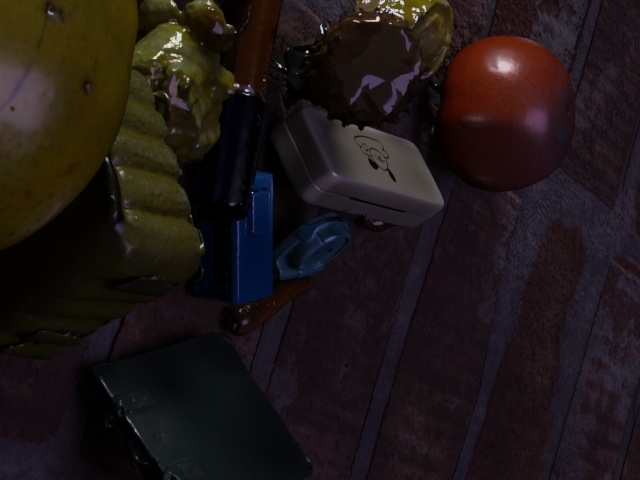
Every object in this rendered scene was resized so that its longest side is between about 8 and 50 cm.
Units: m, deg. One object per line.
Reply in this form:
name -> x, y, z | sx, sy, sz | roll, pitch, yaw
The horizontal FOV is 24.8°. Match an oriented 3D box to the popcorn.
popcorn -> -0.176, -0.198, 1.806 | 0.168, 0.173, 0.195 | 39, 62, -36

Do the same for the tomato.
tomato -> 0.300, -0.207, 2.387 | 0.256, 0.224, 0.256 | -14, 106, -60

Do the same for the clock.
clock -> -0.001, -0.001, 2.107 | 0.108, 0.147, 0.045 | -10, 63, -52

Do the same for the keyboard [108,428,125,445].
keyboard -> -0.199, 0.283, 1.921 | 0.166, 0.017, 0.055 | 34, 59, -5

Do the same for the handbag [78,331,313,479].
handbag -> -0.159, 0.249, 1.882 | 0.260, 0.247, 0.079 | -7, 145, -51

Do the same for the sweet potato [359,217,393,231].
sweet potato -> 0.124, -0.050, 2.325 | 0.195, 0.056, 0.056 | -17, 112, -53

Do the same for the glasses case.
glasses case -> 0.059, -0.104, 2.157 | 0.313, 0.070, 0.131 | 12, 47, -53

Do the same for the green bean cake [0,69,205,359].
green bean cake -> -0.281, -0.041, 1.660 | 0.202, 0.285, 0.310 | 15, 56, -53

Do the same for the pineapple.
pineapple -> 0.021, -0.225, 1.949 | 0.165, 0.364, 0.165 | -2, 96, -16

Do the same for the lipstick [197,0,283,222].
lipstick -> -0.097, -0.227, 1.911 | 0.077, 0.077, 0.418 | 33, 60, -51

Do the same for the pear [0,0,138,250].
pear -> -0.366, -0.164, 1.393 | 0.418, 0.362, 0.362 | -49, 135, -21

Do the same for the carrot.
carrot -> -0.072, 0.089, 2.110 | 0.191, 0.047, 0.047 | -31, 122, -50

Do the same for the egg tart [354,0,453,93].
egg tart -> 0.137, -0.311, 2.247 | 0.252, 0.098, 0.232 | 20, 86, -57

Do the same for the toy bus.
toy bus -> -0.118, -0.013, 1.968 | 0.090, 0.106, 0.185 | -15, 110, -48
